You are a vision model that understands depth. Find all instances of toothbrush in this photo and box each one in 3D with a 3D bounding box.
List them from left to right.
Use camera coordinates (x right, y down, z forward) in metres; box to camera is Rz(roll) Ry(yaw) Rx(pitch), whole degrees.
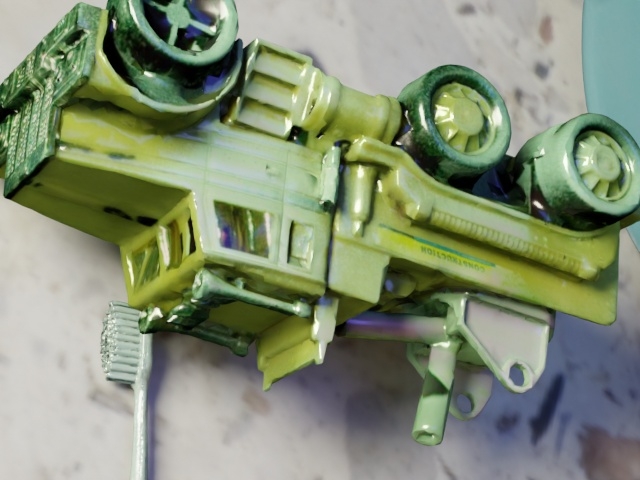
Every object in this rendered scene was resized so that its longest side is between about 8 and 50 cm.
[{"bbox_3d":[-0.073,0.125,0.629,0.019,0.016,0.219,11,65,-29],"label":"toothbrush"}]

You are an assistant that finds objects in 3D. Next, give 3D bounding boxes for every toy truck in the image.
[{"bbox_3d":[-0.002,-0.004,0.661,0.259,0.128,0.135,23,61,-24],"label":"toy truck"}]

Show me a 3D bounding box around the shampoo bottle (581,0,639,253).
[{"bbox_3d":[0.352,-0.105,0.811,0.343,0.331,0.331,-11,77,-34],"label":"shampoo bottle"}]
